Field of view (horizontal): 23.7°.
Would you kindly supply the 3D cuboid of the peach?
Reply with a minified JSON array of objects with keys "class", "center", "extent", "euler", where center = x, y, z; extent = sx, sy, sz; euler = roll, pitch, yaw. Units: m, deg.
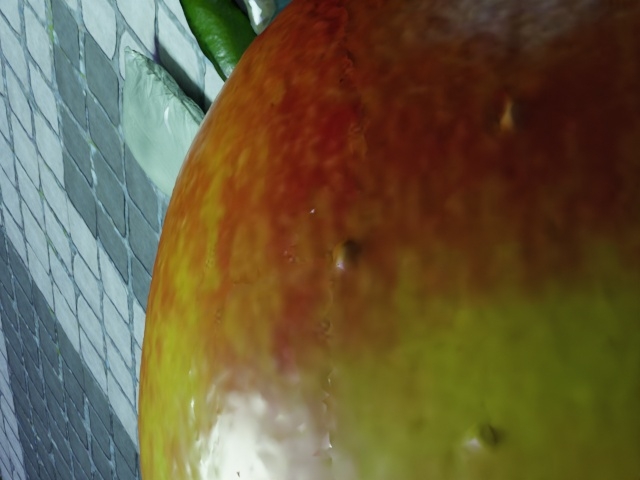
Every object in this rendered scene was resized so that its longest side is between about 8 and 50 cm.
[{"class":"peach","center":[0.105,0.051,0.598],"extent":[0.370,0.370,0.370],"euler":[48,151,38]}]

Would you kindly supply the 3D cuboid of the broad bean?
[{"class":"broad bean","center":[-0.091,-0.182,1.165],"extent":[0.195,0.046,0.061],"euler":[52,165,43]}]

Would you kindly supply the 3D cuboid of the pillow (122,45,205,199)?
[{"class":"pillow","center":[-0.109,-0.062,1.315],"extent":[0.229,0.051,0.128],"euler":[48,154,34]}]

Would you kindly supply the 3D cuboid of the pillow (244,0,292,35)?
[{"class":"pillow","center":[0.004,-0.221,0.737],"extent":[0.256,0.189,0.034],"euler":[61,173,12]}]
